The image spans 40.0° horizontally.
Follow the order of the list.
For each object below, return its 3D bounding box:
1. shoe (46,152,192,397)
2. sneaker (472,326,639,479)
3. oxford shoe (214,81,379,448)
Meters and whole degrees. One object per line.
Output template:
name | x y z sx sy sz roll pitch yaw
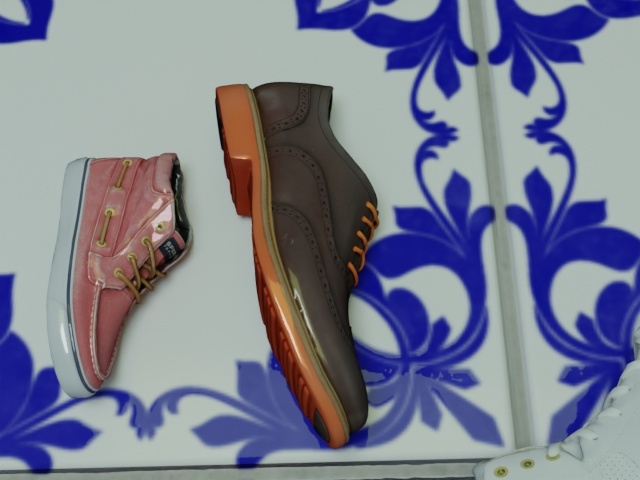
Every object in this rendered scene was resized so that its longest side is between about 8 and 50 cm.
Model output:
shoe | -0.133 0.017 0.601 0.081 0.063 0.178 -7 62 5
sneaker | 0.174 0.112 0.520 0.169 0.108 0.292 -1 49 20
oxford shoe | 0.000 0.000 0.588 0.098 0.097 0.271 -11 66 -9
